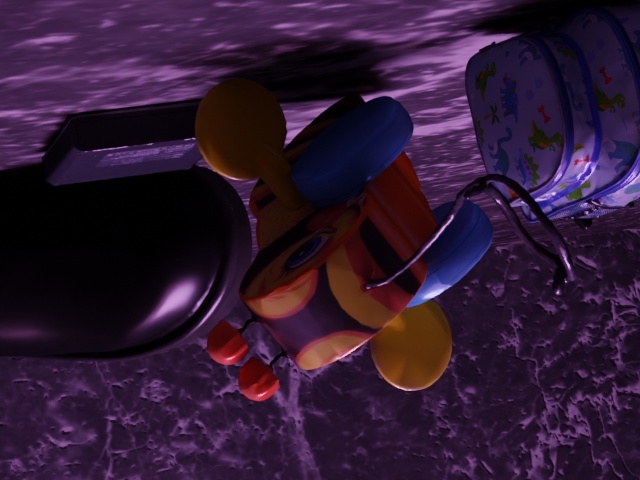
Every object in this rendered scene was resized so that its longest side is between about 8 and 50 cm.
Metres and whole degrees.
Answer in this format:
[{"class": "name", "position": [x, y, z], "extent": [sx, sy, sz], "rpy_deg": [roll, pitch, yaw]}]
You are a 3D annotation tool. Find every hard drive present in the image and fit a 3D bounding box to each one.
[{"class": "hard drive", "position": [-0.108, -0.056, 1.120], "extent": [0.094, 0.022, 0.135], "rpy_deg": [-8, 175, -15]}]

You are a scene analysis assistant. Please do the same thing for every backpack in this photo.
[{"class": "backpack", "position": [0.132, -0.065, 0.963], "extent": [0.084, 0.105, 0.114], "rpy_deg": [-8, 171, -34]}]

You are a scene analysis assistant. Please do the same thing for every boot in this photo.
[{"class": "boot", "position": [-0.244, 0.027, 1.209], "extent": [0.348, 0.131, 0.260], "rpy_deg": [-11, 176, 28]}]

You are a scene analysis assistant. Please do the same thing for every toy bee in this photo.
[{"class": "toy bee", "position": [0.000, 0.000, 1.002], "extent": [0.162, 0.195, 0.298], "rpy_deg": [-39, 177, -2]}]
